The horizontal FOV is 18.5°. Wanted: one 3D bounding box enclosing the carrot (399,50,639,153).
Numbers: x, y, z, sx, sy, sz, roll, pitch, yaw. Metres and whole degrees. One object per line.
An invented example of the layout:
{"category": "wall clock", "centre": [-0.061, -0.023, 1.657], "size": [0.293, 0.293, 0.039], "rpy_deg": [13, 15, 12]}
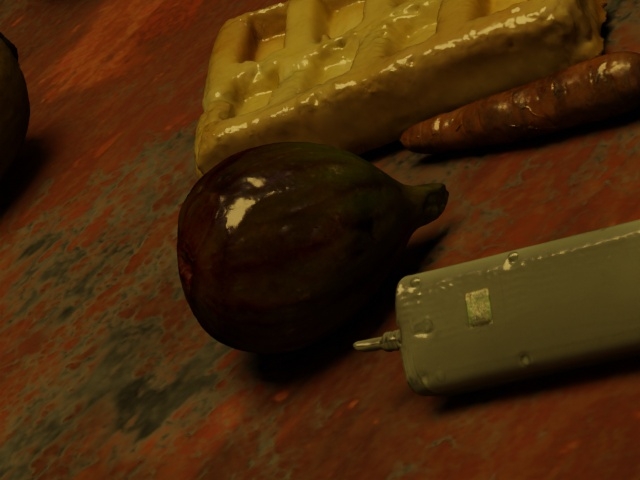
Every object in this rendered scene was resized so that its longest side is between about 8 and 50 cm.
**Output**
{"category": "carrot", "centre": [0.114, -0.072, 1.102], "size": [0.165, 0.035, 0.035], "rpy_deg": [-16, 32, 32]}

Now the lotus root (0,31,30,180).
{"category": "lotus root", "centre": [-0.315, -0.048, 1.380], "size": [0.154, 0.154, 0.278], "rpy_deg": [4, 44, 48]}

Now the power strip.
{"category": "power strip", "centre": [0.126, 0.026, 0.904], "size": [0.253, 0.027, 0.060], "rpy_deg": [-15, 75, 30]}

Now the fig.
{"category": "fig", "centre": [0.000, 0.000, 1.045], "size": [0.155, 0.109, 0.103], "rpy_deg": [-9, 6, -17]}

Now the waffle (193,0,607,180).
{"category": "waffle", "centre": [0.043, -0.120, 1.222], "size": [0.274, 0.057, 0.168], "rpy_deg": [-20, 31, 20]}
